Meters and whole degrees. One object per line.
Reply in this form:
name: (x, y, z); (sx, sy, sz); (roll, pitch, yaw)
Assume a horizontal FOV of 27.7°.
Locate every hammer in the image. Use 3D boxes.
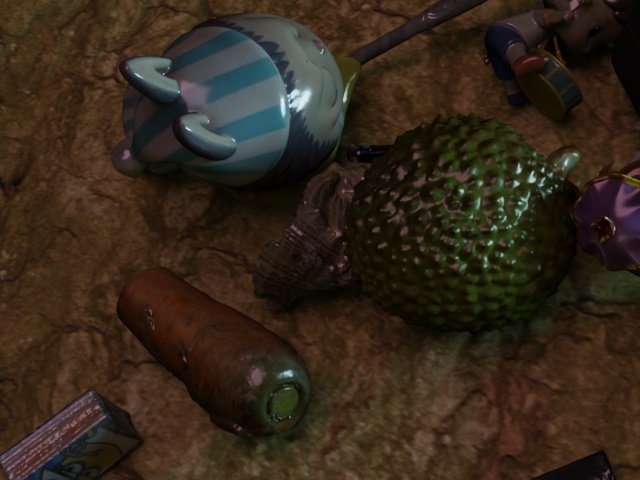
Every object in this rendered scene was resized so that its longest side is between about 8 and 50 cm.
hammer: (0.127, -0.305, 1.816); (0.427, 0.044, 0.152); (-29, 58, 21)

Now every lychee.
lychee: (0.183, -0.018, 1.565); (0.320, 0.270, 0.270); (-5, 60, -2)

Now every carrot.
carrot: (-0.134, 0.141, 1.677); (0.139, 0.138, 0.302); (-46, 52, -7)

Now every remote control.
remote control: (0.141, -0.116, 1.713); (0.212, 0.059, 0.028); (-3, 98, -12)

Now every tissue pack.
tissue pack: (-0.321, 0.272, 1.681); (0.155, 0.115, 0.065); (-38, 58, -1)

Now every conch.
conch: (0.000, 0.000, 1.686); (0.245, 0.178, 0.163); (-48, 47, 13)

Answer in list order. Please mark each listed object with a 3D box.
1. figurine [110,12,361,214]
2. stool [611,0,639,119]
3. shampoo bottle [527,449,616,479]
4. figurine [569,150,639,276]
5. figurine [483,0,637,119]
figurine: (-0.173, -0.200, 1.703); (0.361, 0.378, 0.266); (-1, 77, 25)
stool: (0.488, -0.235, 1.610); (0.232, 0.141, 0.232); (5, 56, -8)
shampoo bottle: (0.200, 0.345, 1.482); (0.309, 0.071, 0.098); (-25, 60, 8)
figurine: (0.392, -0.038, 1.505); (0.189, 0.263, 0.142); (11, 111, 28)
figurine: (0.350, -0.293, 1.730); (0.275, 0.161, 0.158); (-43, 81, -4)
